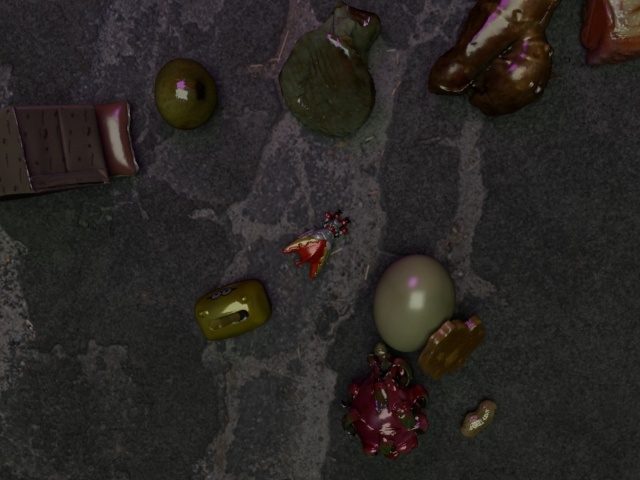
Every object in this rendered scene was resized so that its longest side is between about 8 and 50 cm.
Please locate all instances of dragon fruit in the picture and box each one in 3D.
[{"bbox_3d":[0.165,0.385,1.519,0.218,0.198,0.272,34,104,44],"label":"dragon fruit"}]

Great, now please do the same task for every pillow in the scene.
[{"bbox_3d":[-0.522,-0.234,1.515,0.171,0.075,0.179,-7,99,6],"label":"pillow"}]

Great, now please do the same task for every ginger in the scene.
[{"bbox_3d":[0.430,-0.452,1.351,0.254,0.176,0.418,28,103,-8],"label":"ginger"}]

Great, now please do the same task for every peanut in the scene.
[{"bbox_3d":[0.391,0.441,1.572,0.054,0.054,0.113,42,98,-3],"label":"peanut"}]

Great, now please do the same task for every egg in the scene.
[{"bbox_3d":[0.213,0.147,1.464,0.186,0.186,0.241,11,112,3],"label":"egg"}]

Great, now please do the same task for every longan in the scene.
[{"bbox_3d":[-0.315,-0.333,1.454,0.176,0.145,0.154,10,76,42],"label":"longan"}]

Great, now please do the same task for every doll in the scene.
[{"bbox_3d":[0.000,0.000,1.526,0.109,0.057,0.169,43,86,-20],"label":"doll"}]

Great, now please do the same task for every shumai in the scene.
[{"bbox_3d":[0.042,-0.380,1.429,0.222,0.203,0.272,29,136,1],"label":"shumai"}]

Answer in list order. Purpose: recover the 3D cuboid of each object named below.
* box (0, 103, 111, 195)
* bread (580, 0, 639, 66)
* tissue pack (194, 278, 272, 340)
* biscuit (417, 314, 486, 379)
[{"bbox_3d":[-0.667,-0.188,1.418,0.297,0.225,0.190,-6,98,29],"label":"box"},{"bbox_3d":[0.686,-0.491,1.346,0.244,0.123,0.190,-15,97,6],"label":"bread"},{"bbox_3d":[-0.212,0.170,1.536,0.178,0.127,0.123,-19,100,9],"label":"tissue pack"},{"bbox_3d":[0.298,0.245,1.464,0.035,0.249,0.184,43,105,32],"label":"biscuit"}]
